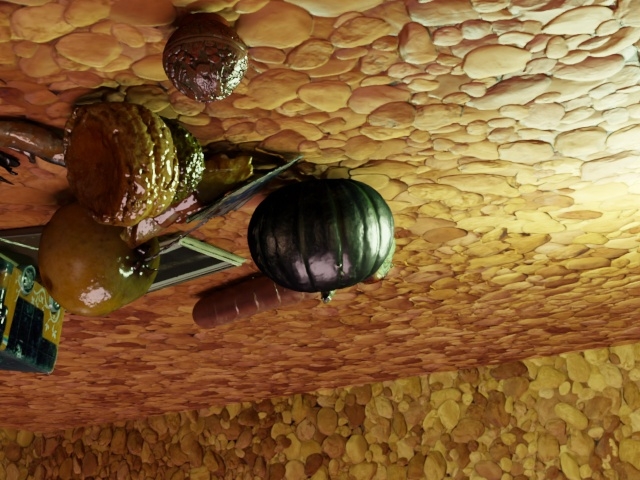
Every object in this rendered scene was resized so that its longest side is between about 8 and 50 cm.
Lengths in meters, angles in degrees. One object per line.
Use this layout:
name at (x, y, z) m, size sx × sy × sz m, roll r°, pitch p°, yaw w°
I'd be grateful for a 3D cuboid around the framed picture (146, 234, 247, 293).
framed picture at (-0.333, 0.058, 1.945) m, size 0.293 × 0.018 × 0.231 m, roll -17°, pitch 159°, yaw 26°

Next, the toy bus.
toy bus at (-0.640, 0.152, 1.903) m, size 0.162 × 0.194 × 0.323 m, roll 4°, pitch 163°, yaw 7°

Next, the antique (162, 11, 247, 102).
antique at (-0.134, -0.209, 1.111) m, size 0.104 × 0.104 × 0.104 m, roll -3°, pitch 161°, yaw -1°

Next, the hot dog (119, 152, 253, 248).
hot dog at (-0.218, -0.079, 1.475) m, size 0.261 × 0.093 × 0.123 m, roll -28°, pitch 174°, yaw 13°

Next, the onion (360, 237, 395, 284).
onion at (0.083, 0.026, 1.812) m, size 0.118 × 0.117 × 0.118 m, roll 14°, pitch 150°, yaw 8°

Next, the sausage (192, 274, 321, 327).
sausage at (-0.135, 0.121, 2.102) m, size 0.433 × 0.088 × 0.088 m, roll -20°, pitch 155°, yaw 37°

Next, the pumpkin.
pumpkin at (0.000, 0.000, 1.587) m, size 0.250 × 0.216 × 0.250 m, roll -5°, pitch -165°, yaw 1°

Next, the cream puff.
cream puff at (-0.244, -0.115, 1.321) m, size 0.169 × 0.183 × 0.183 m, roll -18°, pitch 176°, yaw -44°

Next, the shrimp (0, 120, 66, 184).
shrimp at (-0.413, -0.119, 1.404) m, size 0.219 × 0.046 × 0.152 m, roll 15°, pitch 153°, yaw -33°

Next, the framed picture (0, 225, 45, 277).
framed picture at (-0.527, 0.025, 1.853) m, size 0.192 × 0.018 × 0.265 m, roll -5°, pitch 162°, yaw 6°

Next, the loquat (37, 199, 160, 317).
loquat at (-0.371, 0.033, 1.613) m, size 0.213 × 0.213 × 0.213 m, roll -3°, pitch 161°, yaw -1°

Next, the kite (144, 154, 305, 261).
kite at (-0.157, -0.052, 1.512) m, size 0.314 × 0.011 × 0.335 m, roll -33°, pitch 179°, yaw 10°
